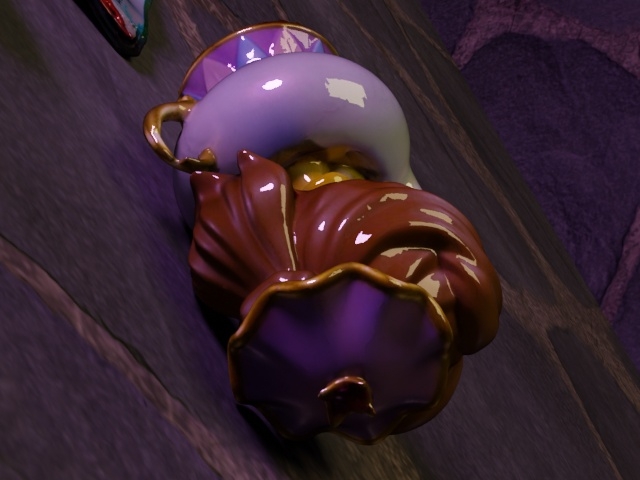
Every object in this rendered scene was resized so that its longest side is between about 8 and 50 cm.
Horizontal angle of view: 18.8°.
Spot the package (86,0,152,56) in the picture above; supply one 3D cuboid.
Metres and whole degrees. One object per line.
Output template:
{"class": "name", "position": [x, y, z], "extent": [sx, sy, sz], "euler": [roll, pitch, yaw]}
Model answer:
{"class": "package", "position": [-0.159, -0.222, 1.260], "extent": [0.166, 0.040, 0.232], "euler": [51, 13, -21]}

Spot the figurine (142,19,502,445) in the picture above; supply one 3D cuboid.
{"class": "figurine", "position": [0.000, 0.000, 1.026], "extent": [0.189, 0.142, 0.263], "euler": [9, 38, -28]}
